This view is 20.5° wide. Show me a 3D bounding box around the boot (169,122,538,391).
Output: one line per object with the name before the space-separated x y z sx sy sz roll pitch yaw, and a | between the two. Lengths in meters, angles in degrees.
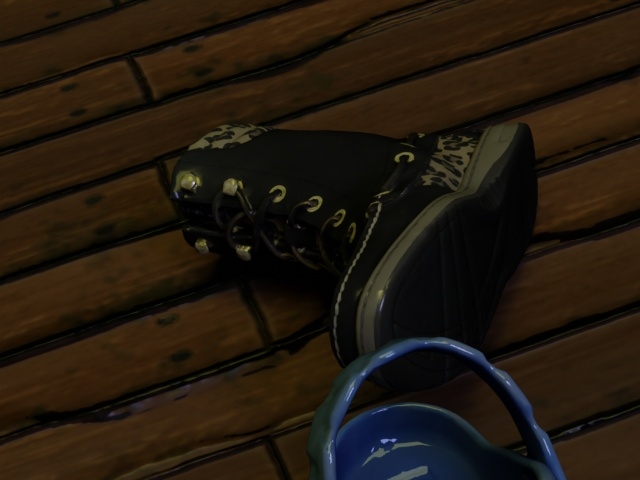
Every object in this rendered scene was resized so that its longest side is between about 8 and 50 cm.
boot | 0.001 0.001 0.891 0.179 0.085 0.236 3 24 21

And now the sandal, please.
sandal | 0.074 0.149 0.670 0.126 0.138 0.317 -24 42 -17
